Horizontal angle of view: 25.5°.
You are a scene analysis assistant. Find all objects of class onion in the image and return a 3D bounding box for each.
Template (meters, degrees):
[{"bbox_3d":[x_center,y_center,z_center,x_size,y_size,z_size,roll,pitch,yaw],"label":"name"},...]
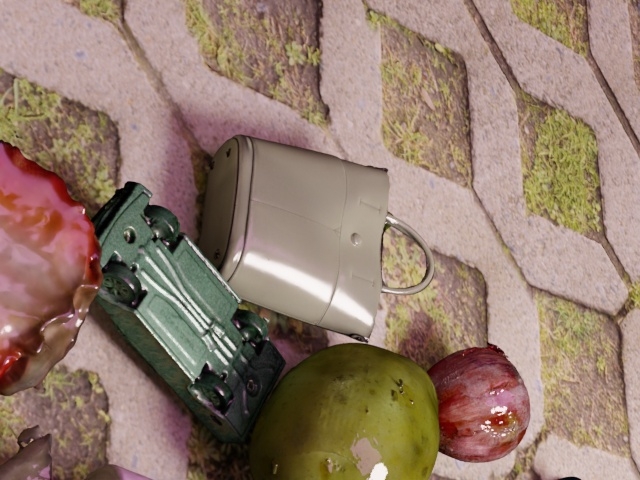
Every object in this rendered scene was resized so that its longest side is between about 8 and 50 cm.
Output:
[{"bbox_3d":[0.186,0.231,1.917,0.195,0.159,0.159,-15,87,-16],"label":"onion"}]

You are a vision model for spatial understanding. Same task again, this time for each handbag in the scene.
[{"bbox_3d":[0.000,0.000,1.800,0.315,0.109,0.241,17,68,-29],"label":"handbag"}]

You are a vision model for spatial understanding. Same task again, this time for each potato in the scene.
[{"bbox_3d":[0.033,0.235,1.704,0.216,0.216,0.304,63,18,-8],"label":"potato"}]

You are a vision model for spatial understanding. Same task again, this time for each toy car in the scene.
[{"bbox_3d":[-0.168,0.091,1.646,0.320,0.097,0.141,52,47,-27],"label":"toy car"}]

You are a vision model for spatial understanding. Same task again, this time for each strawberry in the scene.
[{"bbox_3d":[-0.394,0.014,1.443,0.336,0.149,0.265,37,60,-17],"label":"strawberry"}]

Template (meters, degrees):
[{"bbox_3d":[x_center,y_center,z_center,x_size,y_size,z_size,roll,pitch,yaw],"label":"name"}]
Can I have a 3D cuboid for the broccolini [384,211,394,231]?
[{"bbox_3d":[0.047,-0.008,1.908,0.091,0.068,0.202,48,46,5],"label":"broccolini"}]

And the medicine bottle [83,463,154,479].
[{"bbox_3d":[-0.131,0.383,1.487,0.302,0.241,0.241,30,57,-23],"label":"medicine bottle"}]

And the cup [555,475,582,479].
[{"bbox_3d":[0.364,0.422,2.052,0.113,0.150,0.138,-38,104,-8],"label":"cup"}]

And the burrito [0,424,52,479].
[{"bbox_3d":[-0.366,0.349,1.378,0.348,0.107,0.175,-41,120,-41],"label":"burrito"}]
